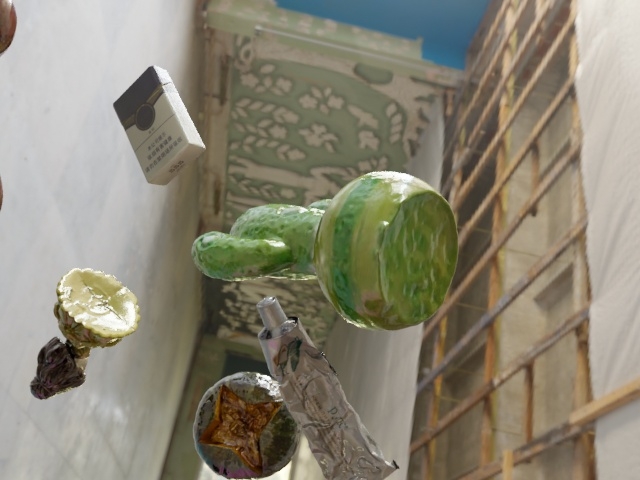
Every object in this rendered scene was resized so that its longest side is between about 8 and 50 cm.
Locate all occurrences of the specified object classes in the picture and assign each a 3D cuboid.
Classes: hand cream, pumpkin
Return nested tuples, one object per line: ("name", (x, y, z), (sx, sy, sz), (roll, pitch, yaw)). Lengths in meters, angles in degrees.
("hand cream", (-0.006, 0.181, 0.814), (0.257, 0.084, 0.050), (60, -8, -4))
("pumpkin", (-0.154, 0.397, 1.505), (0.159, 0.238, 0.238), (66, 34, -70))

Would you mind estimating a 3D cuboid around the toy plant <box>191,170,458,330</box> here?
("toy plant", (0.000, 0.000, 0.883), (0.224, 0.315, 0.185), (-28, 117, -45))

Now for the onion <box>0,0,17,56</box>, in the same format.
("onion", (-0.502, -0.289, 0.849), (0.248, 0.248, 0.161), (134, -22, -86))

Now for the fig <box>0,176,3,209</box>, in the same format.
("fig", (-0.643, -0.065, 1.149), (0.263, 0.224, 0.224), (-42, 166, -25))

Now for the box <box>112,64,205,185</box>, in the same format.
("box", (-0.406, -0.286, 1.746), (0.168, 0.259, 0.071), (-38, 159, 23))

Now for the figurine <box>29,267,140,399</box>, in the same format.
("figurine", (-0.547, 0.229, 1.576), (0.315, 0.187, 0.168), (-52, -162, 35))
